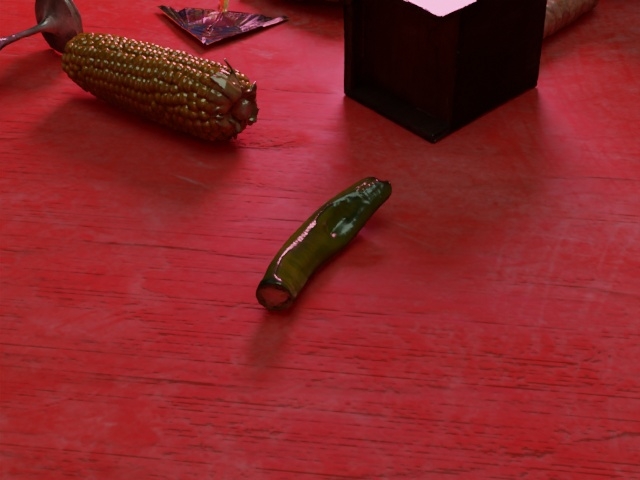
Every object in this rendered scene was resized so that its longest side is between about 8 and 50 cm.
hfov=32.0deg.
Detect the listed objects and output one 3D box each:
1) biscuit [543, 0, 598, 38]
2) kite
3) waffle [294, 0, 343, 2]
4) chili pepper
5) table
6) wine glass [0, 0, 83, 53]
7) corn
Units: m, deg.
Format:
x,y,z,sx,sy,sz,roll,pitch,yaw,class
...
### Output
x,y,z,sx,sy,sz,roll,pitch,yaw,class
0.300,-0.298,1.481,0.061,0.055,0.219,39,52,25,biscuit
-0.140,-0.302,1.525,0.189,0.010,0.159,8,38,7,kite
0.041,-0.426,1.622,0.324,0.068,0.302,10,41,20,waffle
0.000,0.000,1.117,0.052,0.050,0.202,33,50,13,chili pepper
0.142,-0.254,1.338,0.193,0.169,0.172,-32,48,-31,table
-0.393,-0.248,1.382,0.122,0.122,0.183,26,41,29,wine glass
-0.191,-0.186,1.316,0.260,0.091,0.091,22,84,25,corn
